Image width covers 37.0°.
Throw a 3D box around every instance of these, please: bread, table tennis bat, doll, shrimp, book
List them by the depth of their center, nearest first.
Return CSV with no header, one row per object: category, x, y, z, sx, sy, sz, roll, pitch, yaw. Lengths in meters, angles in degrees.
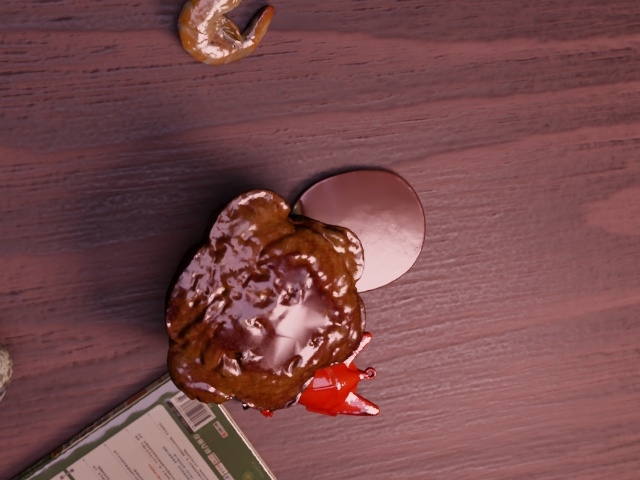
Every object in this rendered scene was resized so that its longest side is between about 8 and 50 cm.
shrimp,-0.086,-0.260,1.063,0.162,0.045,0.095,-43,110,-5
bread,-0.063,0.075,1.071,0.232,0.135,0.246,26,93,-21
table tennis bat,0.000,0.000,1.158,0.274,0.021,0.154,-12,104,-14
book,-0.213,0.296,1.162,0.264,0.027,0.202,-35,110,-6
doll,-0.014,0.175,1.173,0.169,0.057,0.109,-8,101,-10

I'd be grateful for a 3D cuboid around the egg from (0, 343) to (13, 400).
egg,-0.415,0.156,1.020,0.172,0.132,0.132,-20,107,-21
